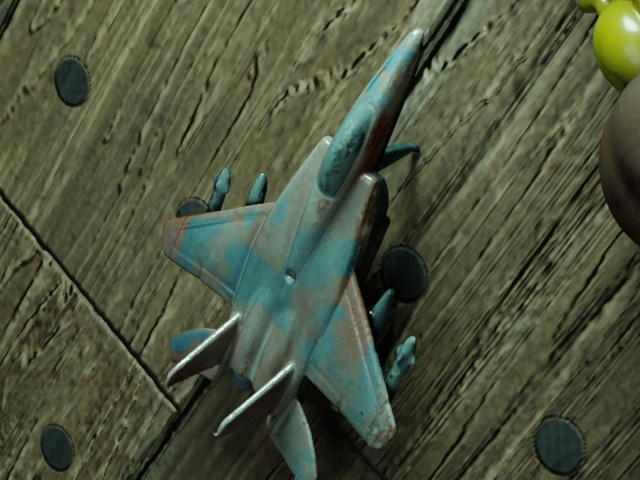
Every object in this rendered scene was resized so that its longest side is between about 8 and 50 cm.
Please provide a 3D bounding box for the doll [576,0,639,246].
[{"bbox_3d":[0.199,-0.076,1.035,0.145,0.096,0.188,161,99,-73],"label":"doll"}]

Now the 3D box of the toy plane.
[{"bbox_3d":[0.004,-0.001,1.212,0.223,0.104,0.326,42,119,24],"label":"toy plane"}]
